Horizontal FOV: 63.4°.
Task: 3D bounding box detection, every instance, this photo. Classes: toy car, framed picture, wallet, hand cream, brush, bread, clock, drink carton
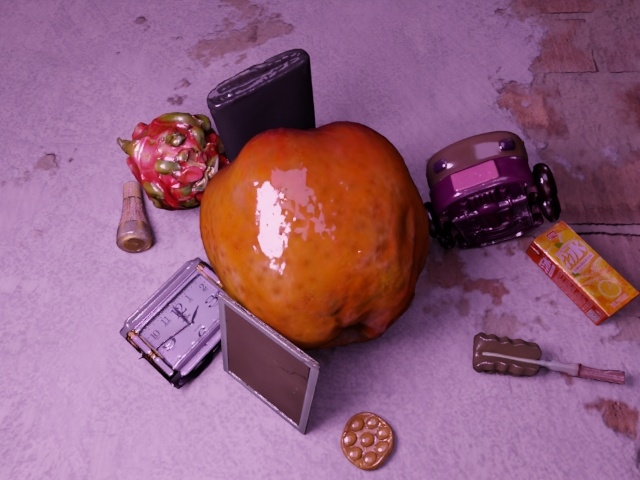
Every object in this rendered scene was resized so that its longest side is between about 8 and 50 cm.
[{"bbox_3d":[0.351,-0.132,1.131,0.271,0.340,0.241,-18,66,20],"label":"toy car"},{"bbox_3d":[-0.103,0.241,0.987,0.231,0.293,0.018,33,53,19],"label":"framed picture"},{"bbox_3d":[-0.110,-0.226,1.168,0.228,0.406,0.062,-32,67,-13],"label":"wallet"},{"bbox_3d":[-0.470,-0.069,1.298,0.083,0.084,0.203,-15,57,-4],"label":"hand cream"},{"bbox_3d":[0.466,0.254,1.067,0.300,0.071,0.084,8,74,8],"label":"brush"},{"bbox_3d":[0.093,0.399,1.034,0.109,0.024,0.110,-2,60,3],"label":"bread"},{"bbox_3d":[-0.293,0.179,1.145,0.186,0.083,0.253,36,69,21],"label":"clock"},{"bbox_3d":[0.575,0.070,1.154,0.096,0.071,0.223,-31,64,-11],"label":"drink carton"}]

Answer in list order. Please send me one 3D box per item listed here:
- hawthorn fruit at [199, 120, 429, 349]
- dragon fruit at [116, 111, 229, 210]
[{"bbox_3d":[0.000,0.000,1.050,0.470,0.472,0.473,-2,62,3],"label":"hawthorn fruit"},{"bbox_3d":[-0.340,-0.196,1.263,0.236,0.231,0.302,-26,22,-11],"label":"dragon fruit"}]
